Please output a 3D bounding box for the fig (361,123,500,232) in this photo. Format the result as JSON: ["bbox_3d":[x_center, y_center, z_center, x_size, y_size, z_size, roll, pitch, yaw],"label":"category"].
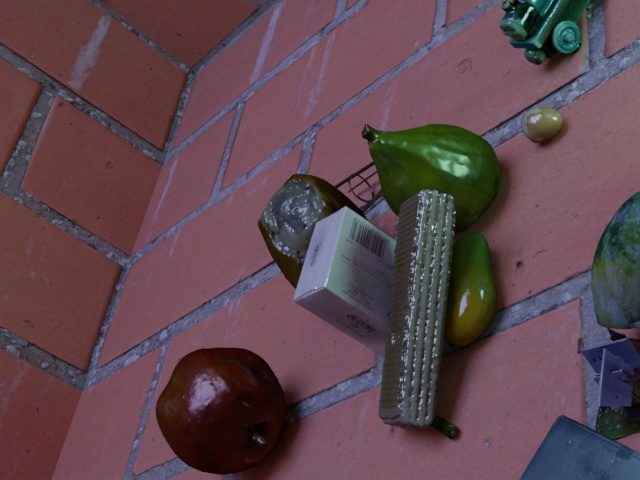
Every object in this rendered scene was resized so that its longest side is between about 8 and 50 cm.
[{"bbox_3d":[0.203,-0.131,2.039,0.233,0.314,0.233,-173,90,-76],"label":"fig"}]

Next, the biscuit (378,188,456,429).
[{"bbox_3d":[0.173,0.127,1.843,0.144,0.078,0.426,143,135,-72],"label":"biscuit"}]

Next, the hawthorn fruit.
[{"bbox_3d":[-0.199,0.368,2.170,0.300,0.275,0.275,30,86,50],"label":"hawthorn fruit"}]

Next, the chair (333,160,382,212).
[{"bbox_3d":[0.124,-0.149,2.413,0.221,0.104,0.095,-36,15,39],"label":"chair"}]

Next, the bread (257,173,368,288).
[{"bbox_3d":[0.000,0.000,2.256,0.225,0.279,0.250,-40,28,1],"label":"bread"}]

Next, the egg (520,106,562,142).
[{"bbox_3d":[0.436,-0.230,1.997,0.083,0.071,0.071,-21,42,44],"label":"egg"}]

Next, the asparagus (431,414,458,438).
[{"bbox_3d":[0.211,0.322,1.788,0.025,0.021,0.108,-54,25,-6],"label":"asparagus"}]

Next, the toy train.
[{"bbox_3d":[0.488,-0.522,2.110,0.298,0.194,0.120,-58,27,-4],"label":"toy train"}]

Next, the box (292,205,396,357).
[{"bbox_3d":[0.093,0.086,1.992,0.111,0.260,0.194,-24,39,45],"label":"box"}]

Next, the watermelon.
[{"bbox_3d":[0.528,0.026,1.437,0.305,0.180,0.224,-14,64,49],"label":"watermelon"}]

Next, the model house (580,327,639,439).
[{"bbox_3d":[0.432,0.195,1.486,0.117,0.088,0.167,-21,42,48],"label":"model house"}]

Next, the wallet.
[{"bbox_3d":[0.365,0.392,1.412,0.251,0.054,0.290,-55,22,-5],"label":"wallet"}]

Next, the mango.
[{"bbox_3d":[0.265,0.091,1.890,0.137,0.091,0.237,-41,27,33],"label":"mango"}]
